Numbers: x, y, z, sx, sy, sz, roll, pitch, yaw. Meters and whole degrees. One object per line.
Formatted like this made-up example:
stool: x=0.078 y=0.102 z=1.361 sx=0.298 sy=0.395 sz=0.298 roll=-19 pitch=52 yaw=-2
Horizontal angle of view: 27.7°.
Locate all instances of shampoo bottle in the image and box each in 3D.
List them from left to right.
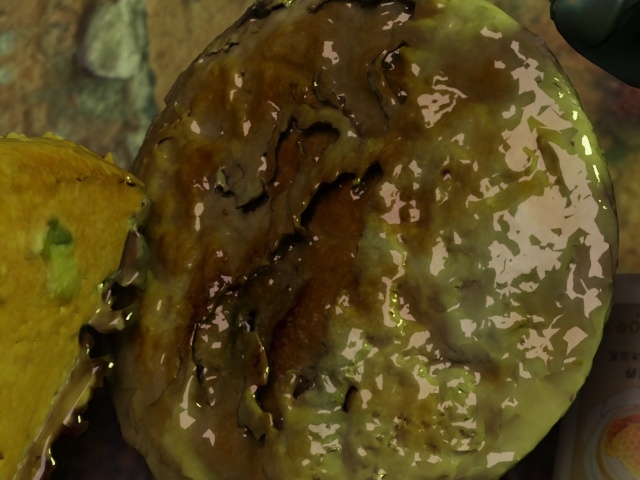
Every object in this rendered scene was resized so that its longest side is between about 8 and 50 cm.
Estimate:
shampoo bottle: x=0.161 y=0.128 z=0.663 sx=0.086 sy=0.056 sz=0.227 roll=8 pitch=62 yaw=13

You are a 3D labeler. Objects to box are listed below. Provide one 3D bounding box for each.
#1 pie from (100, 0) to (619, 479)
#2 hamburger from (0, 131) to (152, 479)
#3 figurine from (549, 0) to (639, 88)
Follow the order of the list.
pie: x=0.000 y=0.000 z=0.701 sx=0.339 sy=0.077 sz=0.339 roll=-12 pitch=68 yaw=31
hamburger: x=-0.311 y=0.082 z=0.635 sx=0.268 sy=0.287 sz=0.445 roll=24 pitch=77 yaw=27
figurine: x=0.284 y=0.020 z=0.593 sx=0.248 sy=0.277 sz=0.388 roll=-30 pitch=68 yaw=43
